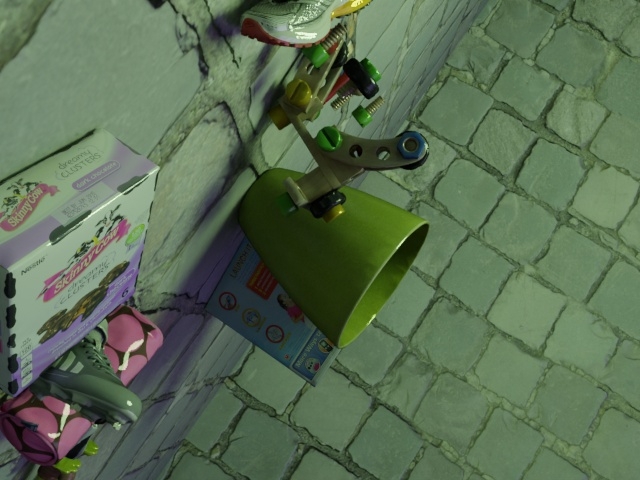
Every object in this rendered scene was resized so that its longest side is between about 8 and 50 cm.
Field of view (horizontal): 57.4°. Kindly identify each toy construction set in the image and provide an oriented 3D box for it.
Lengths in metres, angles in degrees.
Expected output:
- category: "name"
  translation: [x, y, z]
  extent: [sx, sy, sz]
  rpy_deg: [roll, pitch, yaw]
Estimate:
- category: "toy construction set"
  translation: [-0.001, -0.169, 0.921]
  extent: [0.237, 0.257, 0.309]
  rpy_deg: [-39, -160, 10]

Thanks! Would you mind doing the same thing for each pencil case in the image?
- category: "pencil case"
  translation: [-0.296, 0.169, 0.732]
  extent: [0.095, 0.098, 0.209]
  rpy_deg: [-40, -171, 41]

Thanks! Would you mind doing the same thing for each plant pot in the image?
- category: "plant pot"
  translation: [0.000, 0.000, 1.069]
  extent: [0.275, 0.293, 0.275]
  rpy_deg: [-49, 163, -20]

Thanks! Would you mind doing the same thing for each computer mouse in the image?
- category: "computer mouse"
  translation: [-0.348, 0.254, 0.831]
  extent: [0.042, 0.106, 0.193]
  rpy_deg: [2, 136, -44]

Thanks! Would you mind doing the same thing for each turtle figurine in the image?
- category: "turtle figurine"
  translation: [-0.442, 0.428, 0.943]
  extent: [0.217, 0.087, 0.269]
  rpy_deg: [-64, 164, 2]

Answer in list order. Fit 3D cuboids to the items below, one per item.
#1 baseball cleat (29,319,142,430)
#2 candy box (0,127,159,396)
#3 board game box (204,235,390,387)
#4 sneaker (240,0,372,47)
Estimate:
- category: "baseball cleat"
  translation: [-0.243, 0.123, 0.602]
  extent: [0.109, 0.206, 0.072]
  rpy_deg: [-60, 140, -32]
- category: "candy box"
  translation: [-0.236, 0.021, 0.523]
  extent: [0.165, 0.070, 0.196]
  rpy_deg: [-49, 171, -45]
- category: "board game box"
  translation: [-0.049, 0.105, 1.268]
  extent: [0.308, 0.302, 0.086]
  rpy_deg: [-58, 174, 18]
- category: "sneaker"
  translation: [-0.016, -0.287, 0.652]
  extent: [0.225, 0.088, 0.093]
  rpy_deg: [-51, 151, -36]
